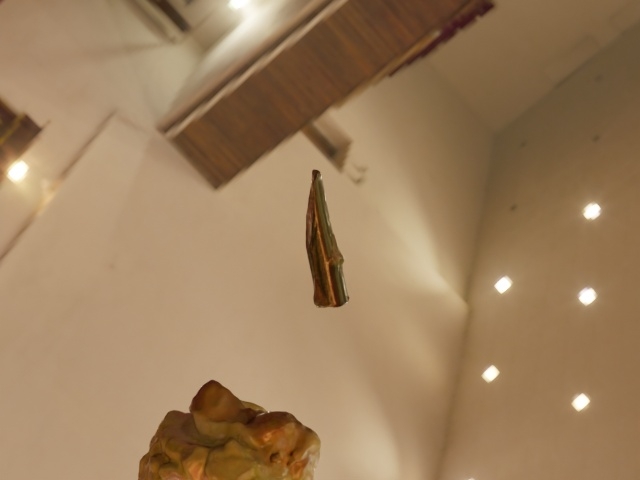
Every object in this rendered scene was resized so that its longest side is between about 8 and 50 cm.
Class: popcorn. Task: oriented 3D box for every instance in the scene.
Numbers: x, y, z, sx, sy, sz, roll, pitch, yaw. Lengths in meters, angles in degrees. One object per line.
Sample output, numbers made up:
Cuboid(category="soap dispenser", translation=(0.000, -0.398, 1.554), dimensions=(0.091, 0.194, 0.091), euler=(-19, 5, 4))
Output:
Cuboid(category="popcorn", translation=(-0.066, 0.173, 0.884), dimensions=(0.126, 0.125, 0.145), euler=(-59, -168, -18))

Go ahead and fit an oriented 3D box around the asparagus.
Cuboid(category="asparagus", translation=(0.000, 0.000, 1.502), dimensions=(0.045, 0.178, 0.041), euler=(4, -157, 41))
